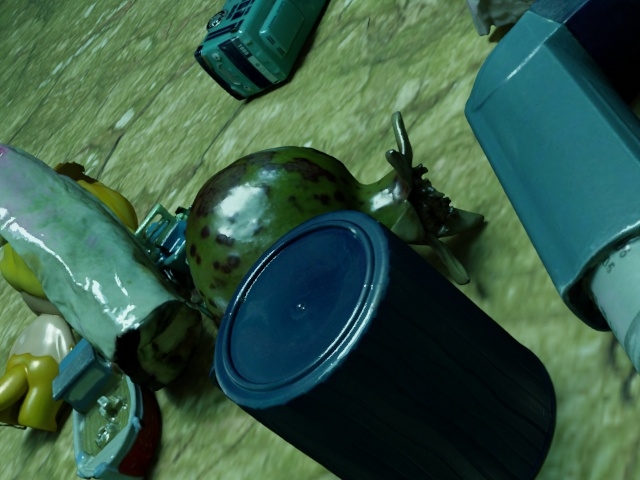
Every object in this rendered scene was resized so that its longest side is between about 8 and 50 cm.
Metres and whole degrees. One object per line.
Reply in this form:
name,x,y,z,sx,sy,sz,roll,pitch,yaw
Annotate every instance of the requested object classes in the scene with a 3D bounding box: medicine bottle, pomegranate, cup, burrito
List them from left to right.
burrito,-0.187,0.011,0.666,0.229,0.144,0.089,42,74,17
pomegranate,-0.004,0.003,0.539,0.169,0.148,0.148,-24,40,36
cup,0.018,0.074,0.435,0.150,0.138,0.113,-37,34,19
medicine bottle,0.154,-0.044,0.452,0.124,0.079,0.258,-35,35,20

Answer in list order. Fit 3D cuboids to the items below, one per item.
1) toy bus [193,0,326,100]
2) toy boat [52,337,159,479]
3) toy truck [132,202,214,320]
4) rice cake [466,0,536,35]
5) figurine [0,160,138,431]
toy bus,-0.054,-0.230,0.893,0.092,0.079,0.160,-7,50,46
toy boat,-0.170,0.131,0.674,0.069,0.059,0.173,-45,33,6
toy truck,-0.105,0.006,0.710,0.080,0.078,0.154,-56,34,-8
rice cake,0.211,-0.204,0.573,0.270,0.055,0.049,-17,40,43
figurine,-0.241,0.050,0.799,0.156,0.131,0.246,-1,67,26
